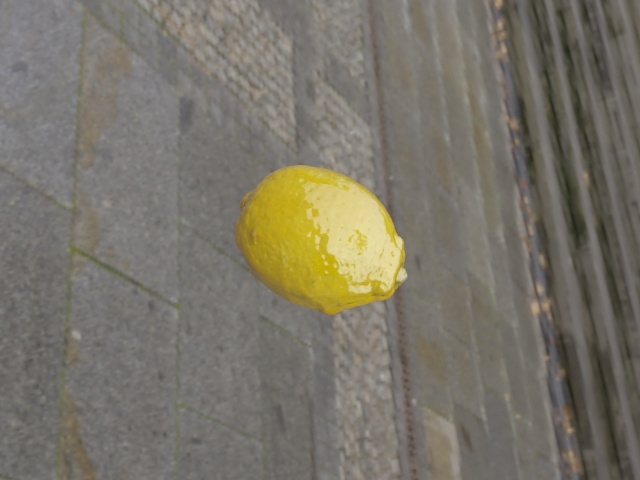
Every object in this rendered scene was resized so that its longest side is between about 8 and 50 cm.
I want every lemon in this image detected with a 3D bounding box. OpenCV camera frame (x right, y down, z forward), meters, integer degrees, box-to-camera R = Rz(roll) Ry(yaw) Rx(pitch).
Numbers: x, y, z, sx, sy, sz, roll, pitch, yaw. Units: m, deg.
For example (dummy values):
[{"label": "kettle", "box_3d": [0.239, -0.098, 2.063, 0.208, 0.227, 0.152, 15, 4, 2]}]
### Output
[{"label": "lemon", "box_3d": [0.000, 0.000, 0.857, 0.114, 0.155, 0.114, -52, 161, -27]}]
